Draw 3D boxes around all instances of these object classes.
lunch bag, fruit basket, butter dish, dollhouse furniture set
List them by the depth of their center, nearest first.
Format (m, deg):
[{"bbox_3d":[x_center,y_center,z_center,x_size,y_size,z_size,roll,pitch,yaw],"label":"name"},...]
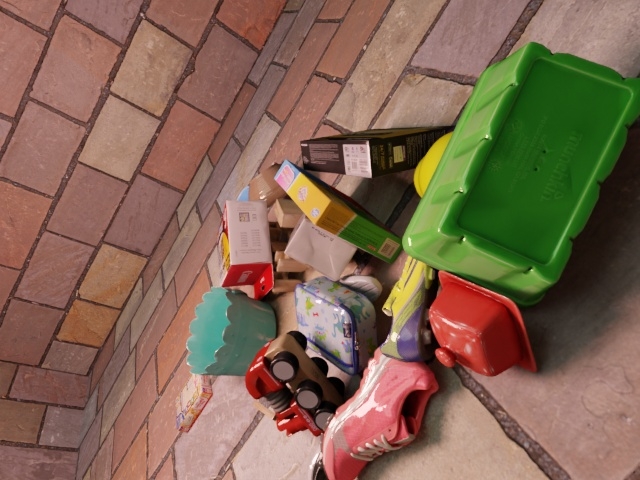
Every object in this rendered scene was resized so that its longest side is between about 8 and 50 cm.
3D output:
[{"bbox_3d":[0.231,0.151,0.648,0.118,0.160,0.159,-37,28,-15],"label":"butter dish"},{"bbox_3d":[0.304,-0.101,0.712,0.392,0.282,0.392,-60,-12,-21],"label":"fruit basket"},{"bbox_3d":[0.031,0.191,0.929,0.218,0.090,0.176,21,122,49],"label":"lunch bag"},{"bbox_3d":[-0.072,0.006,1.275,0.212,0.160,0.242,-118,37,-52],"label":"dollhouse furniture set"}]

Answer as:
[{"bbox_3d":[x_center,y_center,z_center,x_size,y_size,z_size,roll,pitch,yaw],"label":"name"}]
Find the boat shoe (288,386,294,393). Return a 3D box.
[{"bbox_3d":[-0.085,0.402,1.066,0.135,0.050,0.045,-24,56,47],"label":"boat shoe"}]

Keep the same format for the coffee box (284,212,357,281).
[{"bbox_3d":[0.000,0.000,1.041,0.098,0.141,0.246,-59,5,9],"label":"coffee box"}]

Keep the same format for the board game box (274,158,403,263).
[{"bbox_3d":[0.037,-0.080,1.031,0.064,0.242,0.316,-57,33,11],"label":"board game box"}]

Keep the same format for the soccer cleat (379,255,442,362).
[{"bbox_3d":[0.176,0.095,0.795,0.121,0.093,0.289,-12,43,33],"label":"soccer cleat"}]

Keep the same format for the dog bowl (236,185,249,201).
[{"bbox_3d":[-0.309,-0.095,1.706,0.165,0.074,0.298,-19,55,49],"label":"dog bowl"}]

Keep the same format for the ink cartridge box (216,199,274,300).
[{"bbox_3d":[-0.252,0.053,1.331,0.309,0.129,0.272,134,131,-63],"label":"ink cartridge box"}]

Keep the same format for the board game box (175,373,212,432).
[{"bbox_3d":[-0.471,0.579,1.518,0.194,0.045,0.147,-56,33,15],"label":"board game box"}]

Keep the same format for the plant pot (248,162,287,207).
[{"bbox_3d":[-0.170,-0.191,1.427,0.237,0.110,0.237,-35,10,7],"label":"plant pot"}]

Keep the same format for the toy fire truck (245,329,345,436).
[{"bbox_3d":[-0.093,0.345,0.929,0.246,0.217,0.158,-36,8,17],"label":"toy fire truck"}]

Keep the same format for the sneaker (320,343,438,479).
[{"bbox_3d":[0.106,0.344,0.765,0.314,0.115,0.136,-62,33,5],"label":"sneaker"}]

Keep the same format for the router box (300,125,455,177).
[{"bbox_3d":[0.127,-0.220,0.995,0.308,0.242,0.081,22,124,58],"label":"router box"}]

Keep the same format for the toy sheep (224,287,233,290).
[{"bbox_3d":[-0.363,0.220,1.564,0.132,0.091,0.091,1,70,61],"label":"toy sheep"}]

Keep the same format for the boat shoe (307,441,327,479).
[{"bbox_3d":[0.015,0.465,0.881,0.040,0.049,0.142,6,72,56],"label":"boat shoe"}]

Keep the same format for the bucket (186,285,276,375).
[{"bbox_3d":[-0.279,0.291,1.287,0.281,0.183,0.282,-30,50,43],"label":"bucket"}]

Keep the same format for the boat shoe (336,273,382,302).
[{"bbox_3d":[0.068,0.113,1.005,0.226,0.083,0.076,-22,24,47],"label":"boat shoe"}]

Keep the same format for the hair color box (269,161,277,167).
[{"bbox_3d":[-0.179,-0.247,1.646,0.072,0.043,0.141,-49,37,25],"label":"hair color box"}]
